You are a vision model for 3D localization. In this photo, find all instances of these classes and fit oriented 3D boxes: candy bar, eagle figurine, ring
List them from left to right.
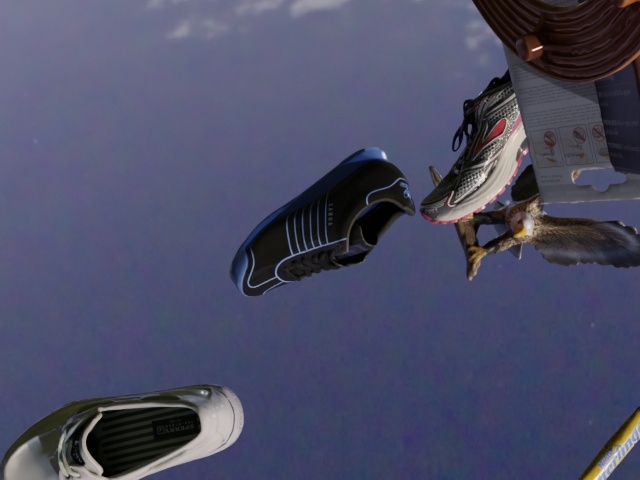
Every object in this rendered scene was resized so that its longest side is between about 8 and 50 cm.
[{"bbox_3d":[0.154,-0.279,0.722,0.032,0.336,0.336,-21,-142,-15],"label":"ring"},{"bbox_3d":[0.348,-0.045,1.496,0.298,0.226,0.225,-21,-141,23],"label":"eagle figurine"},{"bbox_3d":[0.347,0.254,1.148,0.161,0.040,0.018,-48,-146,-7],"label":"candy bar"}]

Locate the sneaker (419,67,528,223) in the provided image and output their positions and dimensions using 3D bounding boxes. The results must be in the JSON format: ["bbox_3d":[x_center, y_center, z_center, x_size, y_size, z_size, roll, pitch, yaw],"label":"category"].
[{"bbox_3d":[0.241,-0.151,1.402,0.299,0.112,0.121,-52,-165,6],"label":"sneaker"}]

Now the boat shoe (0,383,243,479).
[{"bbox_3d":[-0.176,0.160,0.780,0.226,0.076,0.083,-22,-104,15],"label":"boat shoe"}]

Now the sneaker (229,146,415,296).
[{"bbox_3d":[0.000,0.000,1.063,0.232,0.081,0.090,-41,-126,16],"label":"sneaker"}]

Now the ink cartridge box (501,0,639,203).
[{"bbox_3d":[0.276,-0.153,0.978,0.056,0.224,0.181,-25,-167,-29],"label":"ink cartridge box"}]

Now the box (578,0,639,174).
[{"bbox_3d":[0.316,-0.168,0.787,0.168,0.203,0.167,-13,-175,7],"label":"box"}]
